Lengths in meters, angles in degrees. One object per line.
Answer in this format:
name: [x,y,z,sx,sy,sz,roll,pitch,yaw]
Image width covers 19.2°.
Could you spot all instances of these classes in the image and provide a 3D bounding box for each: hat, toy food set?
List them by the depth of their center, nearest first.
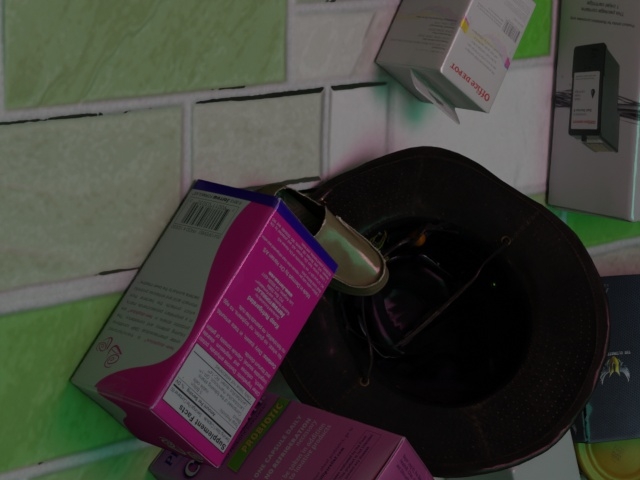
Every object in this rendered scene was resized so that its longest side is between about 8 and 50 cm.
hat: [0.106,0.083,1.824,0.331,0.331,0.134,-61,173,-16]
toy food set: [0.333,0.223,2.189,0.128,0.071,0.218,34,71,-20]

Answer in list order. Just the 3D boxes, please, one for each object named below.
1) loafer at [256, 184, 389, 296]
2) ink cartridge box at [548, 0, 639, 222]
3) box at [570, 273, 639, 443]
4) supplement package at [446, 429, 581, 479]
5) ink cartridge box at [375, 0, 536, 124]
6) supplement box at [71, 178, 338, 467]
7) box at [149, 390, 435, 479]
loafer: [0.000,0.000,1.745,0.148,0.050,0.056,33,76,-4]
ink cartridge box: [0.366,-0.176,2.079,0.211,0.121,0.289,-10,107,-44]
box: [0.363,0.128,2.131,0.233,0.059,0.183,-2,87,-31]
supplement package: [0.214,0.280,2.044,0.105,0.105,0.179,-35,124,-35]
ink cartridge box: [0.129,-0.196,1.854,0.092,0.090,0.143,36,75,-44]
supplement box: [-0.100,0.072,1.667,0.220,0.111,0.114,-58,134,-18]
box: [0.004,0.256,1.723,0.117,0.243,0.213,-53,131,-23]
